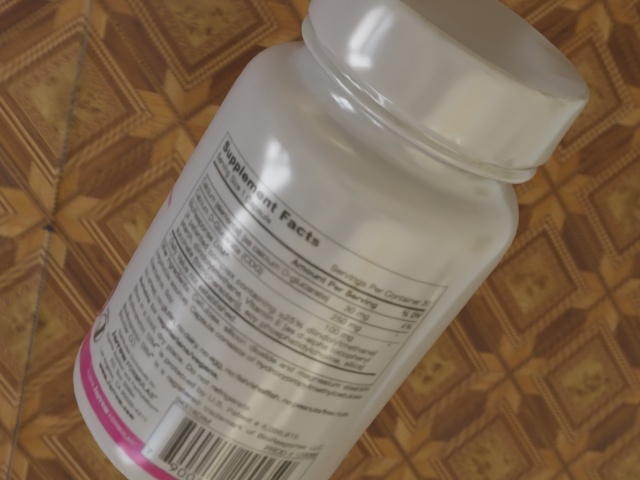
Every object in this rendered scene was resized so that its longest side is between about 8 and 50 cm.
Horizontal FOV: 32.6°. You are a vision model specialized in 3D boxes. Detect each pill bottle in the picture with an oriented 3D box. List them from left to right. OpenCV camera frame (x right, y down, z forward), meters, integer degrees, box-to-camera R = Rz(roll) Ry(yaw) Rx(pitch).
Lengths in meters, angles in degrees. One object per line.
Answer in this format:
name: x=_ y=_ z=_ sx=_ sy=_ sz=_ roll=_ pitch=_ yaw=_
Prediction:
pill bottle: x=0.000 y=0.000 z=0.568 sx=0.160 sy=0.160 sz=0.283 roll=22 pitch=118 yaw=-25
